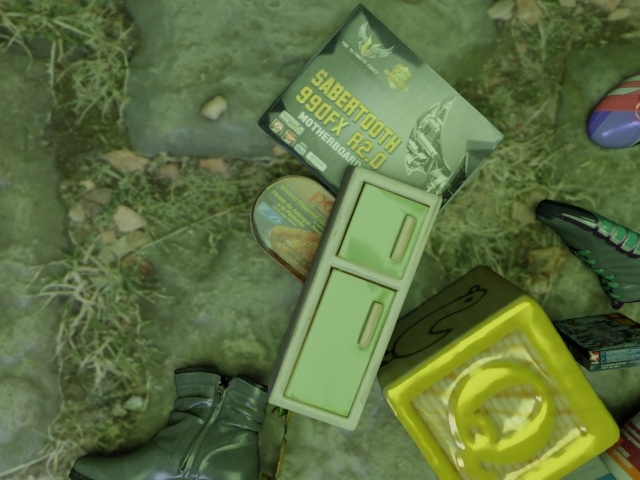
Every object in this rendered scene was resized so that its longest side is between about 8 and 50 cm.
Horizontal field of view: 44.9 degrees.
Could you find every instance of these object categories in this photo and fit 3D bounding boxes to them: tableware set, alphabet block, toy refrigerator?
[{"bbox_3d":[-0.052,0.238,0.933,0.024,0.104,0.154,13,96,-2],"label":"tableware set"},{"bbox_3d":[0.185,0.167,0.885,0.192,0.197,0.193,-36,97,2],"label":"alphabet block"},{"bbox_3d":[0.034,0.061,0.854,0.102,0.094,0.270,21,93,-5],"label":"toy refrigerator"}]

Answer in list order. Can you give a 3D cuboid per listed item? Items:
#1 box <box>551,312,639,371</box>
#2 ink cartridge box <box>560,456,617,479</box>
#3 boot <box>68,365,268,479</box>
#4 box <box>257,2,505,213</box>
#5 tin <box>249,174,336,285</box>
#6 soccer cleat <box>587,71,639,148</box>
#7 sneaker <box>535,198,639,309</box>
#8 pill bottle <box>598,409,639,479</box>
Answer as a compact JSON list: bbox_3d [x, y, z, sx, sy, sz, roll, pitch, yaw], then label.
[{"bbox_3d":[0.337,0.118,0.915,0.093,0.137,0.027,-7,98,-2],"label":"box"},{"bbox_3d":[0.300,0.302,0.943,0.092,0.143,0.090,-23,115,1],"label":"ink cartridge box"},{"bbox_3d":[-0.178,0.233,0.947,0.246,0.083,0.161,2,77,12],"label":"boot"},{"bbox_3d":[0.070,-0.130,0.914,0.231,0.056,0.183,42,95,-7],"label":"box"},{"bbox_3d":[0.000,0.000,0.939,0.189,0.040,0.106,42,98,-7],"label":"tin"},{"bbox_3d":[0.430,-0.170,0.883,0.247,0.095,0.083,-19,99,17],"label":"soccer cleat"},{"bbox_3d":[0.351,0.030,0.934,0.223,0.083,0.098,23,101,-6],"label":"sneaker"},{"bbox_3d":[0.456,0.233,0.942,0.221,0.121,0.121,-45,97,4],"label":"pill bottle"}]
